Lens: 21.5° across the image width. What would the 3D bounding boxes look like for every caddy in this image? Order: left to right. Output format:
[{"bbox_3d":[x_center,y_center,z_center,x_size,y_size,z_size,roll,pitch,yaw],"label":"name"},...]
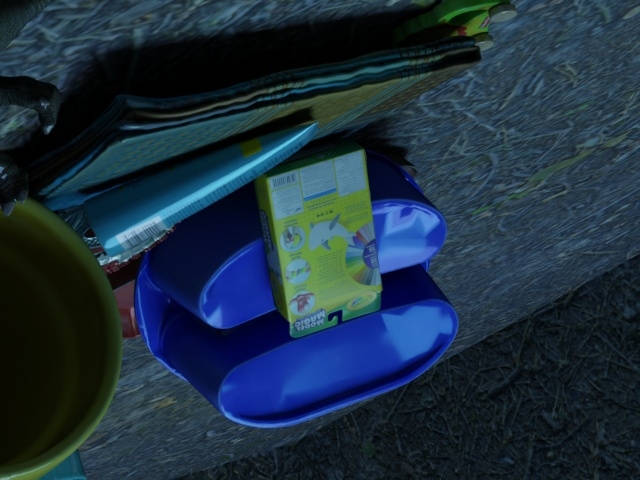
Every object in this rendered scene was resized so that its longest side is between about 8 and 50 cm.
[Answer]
[{"bbox_3d":[-0.021,0.042,1.752,0.341,0.241,0.179,-18,-153,-18],"label":"caddy"}]

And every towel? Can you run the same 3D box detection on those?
[{"bbox_3d":[-0.074,-0.099,1.451,0.370,0.040,0.271,-16,175,-36],"label":"towel"}]

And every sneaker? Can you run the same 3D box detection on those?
[{"bbox_3d":[-0.213,-0.011,1.547,0.225,0.092,0.088,-34,-170,-38],"label":"sneaker"}]

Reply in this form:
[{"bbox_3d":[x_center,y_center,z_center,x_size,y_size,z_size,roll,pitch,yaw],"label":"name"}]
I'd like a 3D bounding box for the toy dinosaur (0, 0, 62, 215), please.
[{"bbox_3d":[-0.266,-0.072,1.076,0.313,0.121,0.160,-41,129,20],"label":"toy dinosaur"}]

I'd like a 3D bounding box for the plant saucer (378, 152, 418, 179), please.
[{"bbox_3d":[0.028,-0.058,1.894,0.168,0.029,0.168,-21,167,-5],"label":"plant saucer"}]

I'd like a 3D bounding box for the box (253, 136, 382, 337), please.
[{"bbox_3d":[0.000,0.000,1.614,0.105,0.179,0.043,-17,-154,-18],"label":"box"}]

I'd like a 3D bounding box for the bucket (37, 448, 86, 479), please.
[{"bbox_3d":[-0.431,0.253,2.080,0.281,0.183,0.281,-21,168,-5],"label":"bucket"}]

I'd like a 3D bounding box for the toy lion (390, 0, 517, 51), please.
[{"bbox_3d":[0.111,-0.188,1.472,0.096,0.034,0.100,-10,165,-17],"label":"toy lion"}]

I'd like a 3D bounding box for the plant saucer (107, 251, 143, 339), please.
[{"bbox_3d":[-0.188,0.045,1.928,0.258,0.047,0.259,-27,168,23],"label":"plant saucer"}]

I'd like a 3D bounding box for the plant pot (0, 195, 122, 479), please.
[{"bbox_3d":[-0.320,0.108,1.396,0.254,0.254,0.239,-14,165,-33],"label":"plant pot"}]

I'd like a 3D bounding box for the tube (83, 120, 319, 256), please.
[{"bbox_3d":[-0.094,-0.051,1.413,0.207,0.052,0.080,-24,-176,0],"label":"tube"}]
